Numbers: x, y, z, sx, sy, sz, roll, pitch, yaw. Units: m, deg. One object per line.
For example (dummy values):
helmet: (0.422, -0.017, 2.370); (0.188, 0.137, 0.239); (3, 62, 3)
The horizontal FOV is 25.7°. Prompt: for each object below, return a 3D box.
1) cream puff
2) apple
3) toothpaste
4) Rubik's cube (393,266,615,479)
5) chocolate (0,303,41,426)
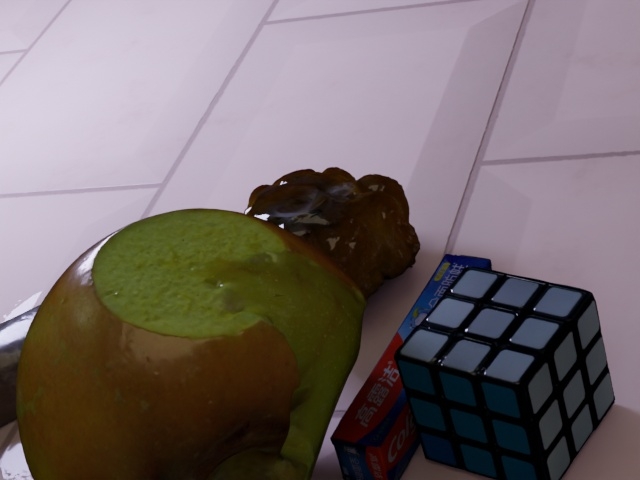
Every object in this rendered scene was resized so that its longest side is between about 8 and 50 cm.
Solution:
cream puff: (0.000, 0.000, 1.790); (0.241, 0.154, 0.269); (5, 38, 30)
apple: (-0.122, 0.158, 1.442); (0.384, 0.374, 0.374); (-31, 33, 8)
toothpaste: (0.114, 0.143, 1.600); (0.066, 0.076, 0.320); (7, 42, 28)
Rubik's cube: (0.198, 0.144, 1.484); (0.161, 0.162, 0.163); (11, 45, 38)
chocolate: (-0.408, 0.154, 1.831); (0.254, 0.080, 0.157); (-28, 35, -14)
